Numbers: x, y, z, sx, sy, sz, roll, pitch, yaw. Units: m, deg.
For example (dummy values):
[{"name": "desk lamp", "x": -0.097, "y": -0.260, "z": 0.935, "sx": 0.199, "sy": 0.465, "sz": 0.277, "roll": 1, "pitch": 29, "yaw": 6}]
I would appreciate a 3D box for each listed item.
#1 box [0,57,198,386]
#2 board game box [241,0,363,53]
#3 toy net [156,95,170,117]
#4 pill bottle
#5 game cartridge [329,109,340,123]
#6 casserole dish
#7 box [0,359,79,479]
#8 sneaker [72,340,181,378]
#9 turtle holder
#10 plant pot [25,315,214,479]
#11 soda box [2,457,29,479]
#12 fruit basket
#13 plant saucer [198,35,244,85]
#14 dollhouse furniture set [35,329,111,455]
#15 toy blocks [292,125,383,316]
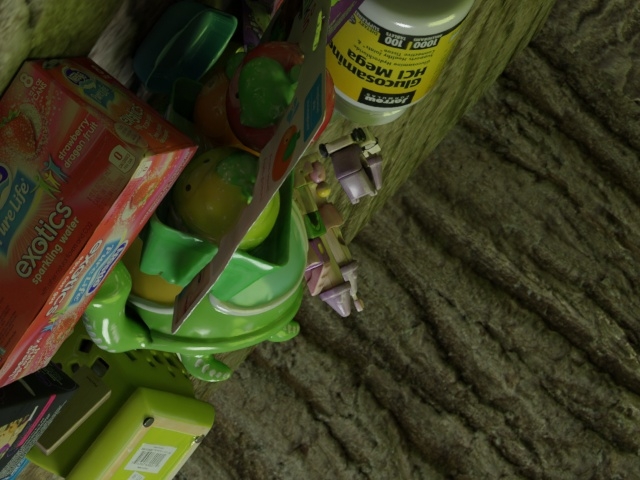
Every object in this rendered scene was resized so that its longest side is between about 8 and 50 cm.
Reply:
[{"name": "box", "x": -0.279, "y": -0.017, "z": 1.436, "sx": 0.300, "sy": 0.154, "sz": 0.142, "roll": -54, "pitch": 172, "yaw": 16}, {"name": "board game box", "x": 0.022, "y": -0.340, "z": 1.784, "sx": 0.347, "sy": 0.056, "sz": 0.208, "roll": -52, "pitch": 167, "yaw": -26}, {"name": "toy net", "x": -0.241, "y": -0.085, "z": 1.740, "sx": 0.232, "sy": 0.045, "sz": 0.122, "roll": -55, "pitch": -176, "yaw": 47}, {"name": "pill bottle", "x": 0.098, "y": -0.300, "z": 2.085, "sx": 0.188, "sy": 0.188, "sz": 0.334, "roll": -47, "pitch": 171, "yaw": -23}, {"name": "game cartridge", "x": 0.088, "y": -0.329, "z": 2.398, "sx": 0.198, "sy": 0.062, "sz": 0.297, "roll": -38, "pitch": 166, "yaw": -41}, {"name": "casserole dish", "x": -0.153, "y": -0.217, "z": 1.628, "sx": 0.114, "sy": 0.037, "sz": 0.188, "roll": -52, "pitch": 173, "yaw": 11}, {"name": "box", "x": -0.398, "y": 0.169, "z": 1.565, "sx": 0.143, "sy": 0.165, "sz": 0.270, "roll": -51, "pitch": 172, "yaw": 5}, {"name": "sneaker", "x": -0.276, "y": 0.153, "z": 2.346, "sx": 0.305, "sy": 0.114, "sz": 0.152, "roll": -44, "pitch": 170, "yaw": -40}, {"name": "turtle holder", "x": -0.167, "y": 0.015, "z": 1.805, "sx": 0.320, "sy": 0.243, "sz": 0.227, "roll": -5, "pitch": 126, "yaw": -19}, {"name": "plant pot", "x": -0.301, "y": 0.253, "z": 2.112, "sx": 0.227, "sy": 0.207, "sz": 0.228, "roll": -51, "pitch": 149, "yaw": 7}, {"name": "soda box", "x": -0.476, "y": 0.305, "z": 2.092, "sx": 0.067, "sy": 0.071, "sz": 0.210, "roll": -51, "pitch": 172, "yaw": -1}, {"name": "fruit basket", "x": -0.079, "y": -0.122, "z": 1.529, "sx": 0.353, "sy": 0.165, "sz": 0.327, "roll": 120, "pitch": -19, "yaw": -43}, {"name": "plant saucer", "x": -0.131, "y": -0.189, "z": 1.843, "sx": 0.188, "sy": 0.045, "sz": 0.188, "roll": -54, "pitch": 171, "yaw": 21}, {"name": "dollhouse furniture set", "x": -0.362, "y": 0.194, "z": 1.934, "sx": 0.144, "sy": 0.151, "sz": 0.123, "roll": -44, "pitch": 170, "yaw": -24}, {"name": "toy blocks", "x": 0.000, "y": 0.000, "z": 2.292, "sx": 0.309, "sy": 0.260, "sz": 0.288, "roll": -24, "pitch": 179, "yaw": 17}]
